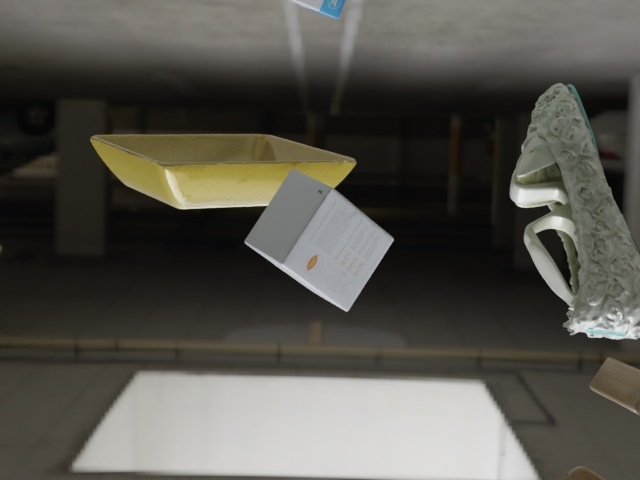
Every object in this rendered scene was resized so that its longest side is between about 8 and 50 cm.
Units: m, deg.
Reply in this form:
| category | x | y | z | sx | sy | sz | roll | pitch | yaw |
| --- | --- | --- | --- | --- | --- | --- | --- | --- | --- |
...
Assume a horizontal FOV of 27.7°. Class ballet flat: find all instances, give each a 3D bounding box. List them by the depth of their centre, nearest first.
| category | x | y | z | sx | sy | sz | roll | pitch | yaw |
| --- | --- | --- | --- | --- | --- | --- | --- | --- | --- |
| ballet flat | 0.322 | -0.046 | 1.698 | 0.147 | 0.409 | 0.147 | -8 | 142 | -6 |

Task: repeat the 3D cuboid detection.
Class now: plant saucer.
| category | x | y | z | sx | sy | sz | roll | pitch | yaw |
| --- | --- | --- | --- | --- | --- | --- | --- | --- | --- |
| plant saucer | -0.162 | -0.111 | 2.066 | 0.333 | 0.081 | 0.333 | -3 | -167 | -28 |

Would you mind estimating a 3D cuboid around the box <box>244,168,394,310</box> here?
| category | x | y | z | sx | sy | sz | roll | pitch | yaw |
| --- | --- | --- | --- | --- | --- | --- | --- | --- | --- |
| box | 0.000 | 0.000 | 1.845 | 0.091 | 0.130 | 0.170 | 29 | 173 | 44 |

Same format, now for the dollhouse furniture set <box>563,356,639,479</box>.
| category | x | y | z | sx | sy | sz | roll | pitch | yaw |
| --- | --- | --- | --- | --- | --- | --- | --- | --- | --- |
| dollhouse furniture set | 0.525 | 0.446 | 2.248 | 0.256 | 0.394 | 0.362 | 35 | 178 | -15 |

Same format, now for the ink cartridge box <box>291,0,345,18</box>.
| category | x | y | z | sx | sy | sz | roll | pitch | yaw |
| --- | --- | --- | --- | --- | --- | --- | --- | --- | --- |
| ink cartridge box | -0.039 | -0.358 | 1.634 | 0.180 | 0.104 | 0.060 | 14 | -169 | -42 |
